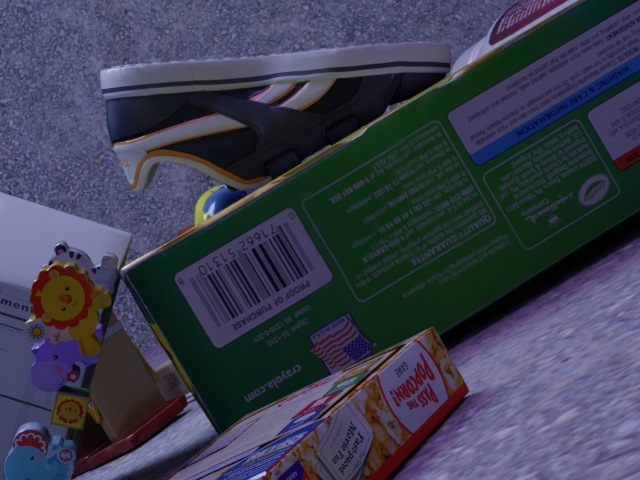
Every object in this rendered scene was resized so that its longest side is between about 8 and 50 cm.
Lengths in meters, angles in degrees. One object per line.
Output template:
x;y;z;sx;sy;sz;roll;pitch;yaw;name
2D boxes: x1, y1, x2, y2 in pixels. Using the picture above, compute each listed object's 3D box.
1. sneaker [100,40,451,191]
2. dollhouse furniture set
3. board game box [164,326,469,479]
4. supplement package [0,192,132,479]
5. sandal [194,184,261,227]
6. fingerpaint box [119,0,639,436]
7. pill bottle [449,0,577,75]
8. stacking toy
-0.036;-0.115;1.262;0.321;0.127;0.126;-6;6;0;sneaker
-0.203;0.099;1.564;0.152;0.201;0.374;-28;3;36;dollhouse furniture set
-0.024;0.120;0.706;0.147;0.045;0.193;-29;2;32;board game box
-0.263;0.103;1.162;0.134;0.139;0.244;-82;12;-61;supplement package
0.000;0.000;1.396;0.138;0.126;0.317;-12;-11;37;sandal
0.069;-0.017;1.110;0.445;0.163;0.371;-31;2;-9;fingerpaint box
0.348;-0.233;1.744;0.224;0.224;0.392;-31;3;-32;pill bottle
-0.178;0.112;0.886;0.052;0.221;0.167;12;6;-8;stacking toy
